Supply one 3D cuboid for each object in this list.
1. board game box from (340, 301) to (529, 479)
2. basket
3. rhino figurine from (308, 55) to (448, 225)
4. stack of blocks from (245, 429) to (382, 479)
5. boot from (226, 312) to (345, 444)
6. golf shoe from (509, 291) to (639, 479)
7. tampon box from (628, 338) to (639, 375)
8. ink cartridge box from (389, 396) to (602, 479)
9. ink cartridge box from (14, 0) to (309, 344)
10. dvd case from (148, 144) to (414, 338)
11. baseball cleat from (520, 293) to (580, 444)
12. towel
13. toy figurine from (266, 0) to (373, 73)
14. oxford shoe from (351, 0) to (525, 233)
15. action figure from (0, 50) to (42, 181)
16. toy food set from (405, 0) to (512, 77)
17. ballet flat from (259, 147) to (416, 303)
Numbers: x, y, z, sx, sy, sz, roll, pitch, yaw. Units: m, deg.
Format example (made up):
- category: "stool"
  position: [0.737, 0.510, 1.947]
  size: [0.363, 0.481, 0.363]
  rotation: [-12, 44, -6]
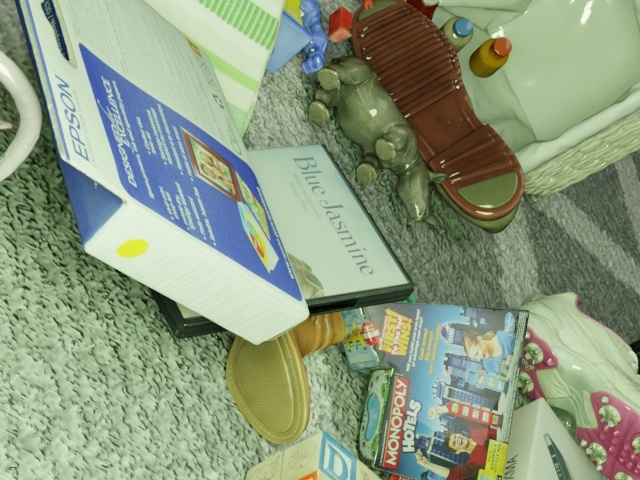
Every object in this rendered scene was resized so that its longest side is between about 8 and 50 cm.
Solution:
- category: "board game box"
  position: [0.095, 0.135, 1.327]
  size: [0.194, 0.060, 0.194]
  rotation: [20, 72, -24]
- category: "basket"
  position: [0.338, -0.272, 1.941]
  size: [0.266, 0.331, 0.328]
  rotation: [6, 57, -60]
- category: "rhino figurine"
  position: [0.075, -0.114, 1.611]
  size: [0.243, 0.073, 0.106]
  rotation: [53, 30, -14]
- category: "stack of blocks"
  position: [0.059, 0.313, 1.115]
  size: [0.297, 0.087, 0.171]
  rotation: [44, 30, -27]
- category: "boot"
  position: [-0.023, 0.089, 1.234]
  size: [0.152, 0.073, 0.197]
  rotation: [16, 50, -58]
- category: "golf shoe"
  position: [0.337, 0.173, 1.589]
  size: [0.140, 0.115, 0.306]
  rotation: [-27, 64, -35]
- category: "tampon box"
  position: [0.492, 0.217, 1.912]
  size: [0.161, 0.120, 0.101]
  rotation: [46, 28, -22]
- category: "ink cartridge box"
  position: [0.193, 0.258, 1.426]
  size: [0.261, 0.066, 0.296]
  rotation: [52, 27, -14]
- category: "ink cartridge box"
  position: [-0.150, -0.096, 1.047]
  size: [0.307, 0.072, 0.304]
  rotation: [34, 28, -51]
- category: "dvd case"
  position: [-0.055, -0.007, 1.200]
  size: [0.253, 0.022, 0.180]
  rotation: [-7, 54, -39]
- category: "baseball cleat"
  position: [0.313, 0.163, 1.726]
  size: [0.109, 0.072, 0.206]
  rotation: [30, 41, -54]
- category: "towel"
  position: [-0.119, -0.267, 1.307]
  size: [0.248, 0.038, 0.325]
  rotation: [31, 69, -44]
- category: "toy figurine"
  position: [-0.064, -0.294, 1.452]
  size: [0.362, 0.191, 0.217]
  rotation: [38, 38, -33]
- category: "oxford shoe"
  position: [0.139, -0.153, 1.758]
  size: [0.130, 0.123, 0.348]
  rotation: [74, -10, -69]
- category: "action figure"
  position: [-0.316, -0.207, 0.854]
  size: [0.370, 0.248, 0.275]
  rotation: [63, 26, 4]
- category: "toy food set"
  position: [0.172, -0.328, 1.795]
  size: [0.104, 0.111, 0.232]
  rotation: [147, -69, -79]
- category: "ballet flat"
  position: [0.000, 0.000, 1.376]
  size: [0.247, 0.083, 0.087]
  rotation: [47, 4, -21]
